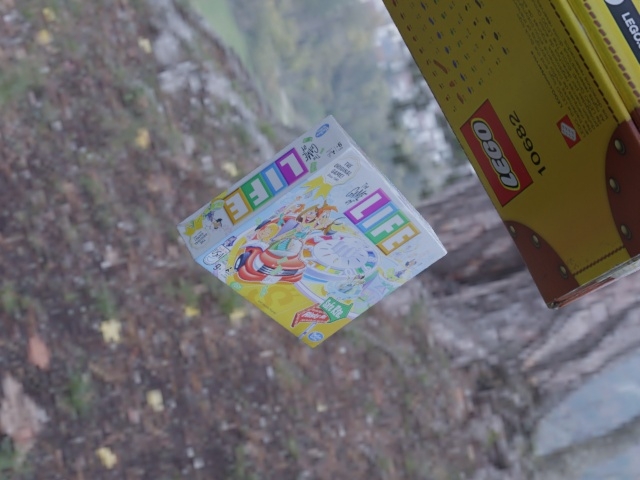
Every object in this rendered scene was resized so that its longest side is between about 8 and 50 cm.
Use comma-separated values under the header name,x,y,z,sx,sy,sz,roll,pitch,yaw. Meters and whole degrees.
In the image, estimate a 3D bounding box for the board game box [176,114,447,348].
name,x,y,z,sx,sy,sz,roll,pitch,yaw
board game box,0.000,0.000,0.773,0.026,0.103,0.154,59,9,32

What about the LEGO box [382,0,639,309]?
name,x,y,z,sx,sy,sz,roll,pitch,yaw
LEGO box,0.195,-0.272,0.780,0.500,0.373,0.193,63,-17,7
